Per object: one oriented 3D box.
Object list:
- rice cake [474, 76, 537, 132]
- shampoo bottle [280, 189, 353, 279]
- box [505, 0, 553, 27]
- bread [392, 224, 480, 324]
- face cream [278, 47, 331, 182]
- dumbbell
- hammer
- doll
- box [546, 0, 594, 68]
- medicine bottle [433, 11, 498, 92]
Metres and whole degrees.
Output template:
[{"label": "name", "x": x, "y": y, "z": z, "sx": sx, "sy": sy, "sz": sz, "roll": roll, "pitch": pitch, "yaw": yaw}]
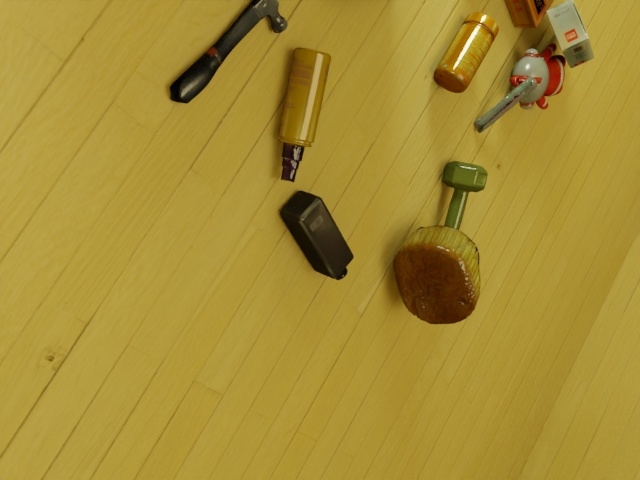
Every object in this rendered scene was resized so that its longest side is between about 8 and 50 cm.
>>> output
[{"label": "rice cake", "x": 0.523, "y": -0.384, "z": 1.874, "sx": 0.208, "sy": 0.033, "sz": 0.033, "roll": -41, "pitch": 147, "yaw": 14}, {"label": "shampoo bottle", "x": 0.000, "y": 0.000, "z": 1.517, "sx": 0.080, "sy": 0.079, "sz": 0.246, "roll": -48, "pitch": 133, "yaw": -20}, {"label": "box", "x": 0.619, "y": -0.760, "z": 1.865, "sx": 0.274, "sy": 0.076, "sz": 0.174, "roll": -56, "pitch": 134, "yaw": -15}, {"label": "bread", "x": 0.308, "y": 0.095, "z": 1.756, "sx": 0.142, "sy": 0.227, "sz": 0.253, "roll": -49, "pitch": 134, "yaw": -54}, {"label": "face cream", "x": -0.042, "y": -0.257, "z": 1.379, "sx": 0.078, "sy": 0.078, "sz": 0.273, "roll": 3, "pitch": 102, "yaw": -46}, {"label": "dumbbell", "x": 0.376, "y": -0.069, "z": 1.852, "sx": 0.121, "sy": 0.108, "sz": 0.302, "roll": 8, "pitch": 99, "yaw": -47}, {"label": "hammer", "x": -0.181, "y": -0.366, "z": 1.228, "sx": 0.290, "sy": 0.037, "sz": 0.137, "roll": -52, "pitch": 135, "yaw": -19}, {"label": "doll", "x": 0.648, "y": -0.485, "z": 1.987, "sx": 0.336, "sy": 0.105, "sz": 0.199, "roll": -23, "pitch": 121, "yaw": -47}, {"label": "box", "x": 0.740, "y": -0.606, "z": 1.953, "sx": 0.269, "sy": 0.079, "sz": 0.135, "roll": -5, "pitch": 74, "yaw": -64}, {"label": "medicine bottle", "x": 0.375, "y": -0.483, "z": 1.707, "sx": 0.096, "sy": 0.096, "sz": 0.192, "roll": 42, "pitch": 73, "yaw": -45}]
